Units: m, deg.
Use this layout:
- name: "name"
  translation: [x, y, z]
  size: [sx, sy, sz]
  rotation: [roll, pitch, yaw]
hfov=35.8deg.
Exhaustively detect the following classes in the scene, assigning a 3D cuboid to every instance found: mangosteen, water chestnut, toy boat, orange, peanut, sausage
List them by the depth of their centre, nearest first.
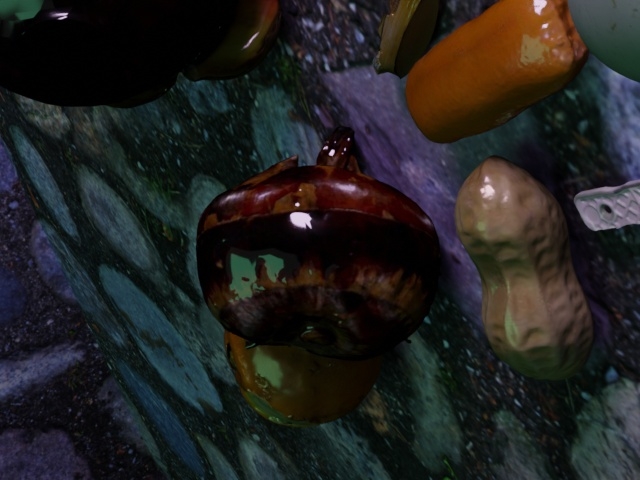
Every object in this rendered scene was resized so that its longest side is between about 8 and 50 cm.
- name: "sausage"
  translation: [0.154, -0.153, 0.902]
  size: [0.098, 0.098, 0.238]
  rotation: [56, 152, -4]
- name: "toy boat"
  translation: [0.084, -0.216, 0.993]
  size: [0.049, 0.047, 0.149]
  rotation: [58, 155, 24]
- name: "peanut"
  translation: [0.202, 0.040, 1.005]
  size: [0.111, 0.125, 0.274]
  rotation: [-2, 124, 38]
- name: "mangosteen"
  translation: [-0.245, -0.309, 1.084]
  size: [0.381, 0.381, 0.421]
  rotation: [29, 158, 41]
- name: "water chestnut"
  translation: [0.000, 0.000, 1.197]
  size: [0.300, 0.300, 0.300]
  rotation: [40, 151, 28]
- name: "orange"
  translation: [-0.025, 0.145, 1.407]
  size: [0.240, 0.240, 0.240]
  rotation: [40, 151, 28]

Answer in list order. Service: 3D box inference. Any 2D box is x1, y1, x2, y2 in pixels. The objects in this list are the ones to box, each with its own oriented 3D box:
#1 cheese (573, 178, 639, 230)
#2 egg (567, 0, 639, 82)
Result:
- name: "cheese"
  translation: [0.304, -0.040, 0.827]
  size: [0.127, 0.050, 0.255]
  rotation: [60, 154, -11]
- name: "egg"
  translation: [0.249, -0.182, 0.599]
  size: [0.183, 0.183, 0.264]
  rotation: [54, 161, 0]
